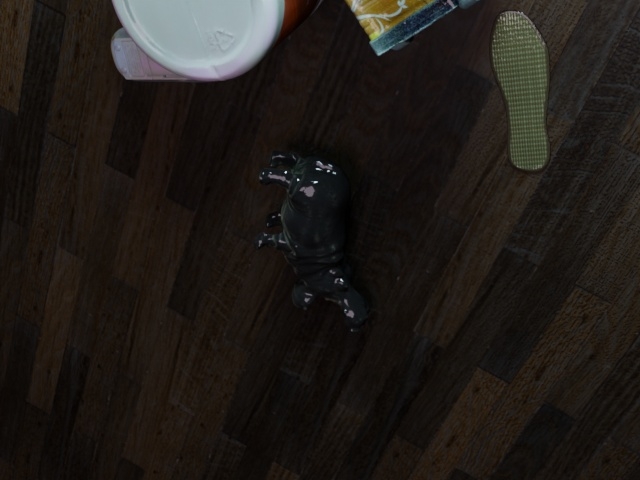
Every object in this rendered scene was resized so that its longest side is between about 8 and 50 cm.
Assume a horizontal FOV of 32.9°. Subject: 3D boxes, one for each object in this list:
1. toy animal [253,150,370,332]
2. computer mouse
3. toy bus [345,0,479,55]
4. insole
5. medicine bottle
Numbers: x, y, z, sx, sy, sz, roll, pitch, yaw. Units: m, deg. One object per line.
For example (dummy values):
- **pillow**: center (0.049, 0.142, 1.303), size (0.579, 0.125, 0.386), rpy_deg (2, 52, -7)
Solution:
- **toy animal**: center (-0.015, 0.003, 1.793), size (0.168, 0.106, 0.343), rpy_deg (2, 129, 17)
- **computer mouse**: center (-0.243, -0.298, 1.734), size (0.199, 0.045, 0.102), rpy_deg (3, 123, 26)
- **toy bus**: center (0.128, -0.362, 1.351), size (0.139, 0.275, 0.167), rpy_deg (-27, 104, 38)
- **insole**: center (0.290, -0.208, 1.550), size (0.086, 0.005, 0.253), rpy_deg (2, 123, 26)
- **medicine bottle**: center (-0.129, -0.375, 1.494), size (0.253, 0.241, 0.252), rpy_deg (14, 128, 19)
